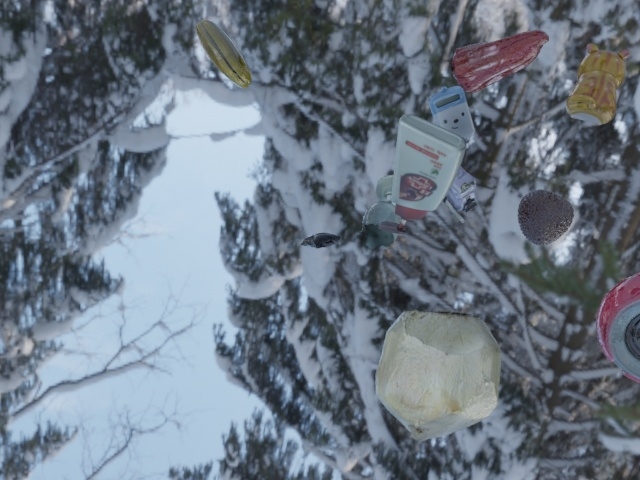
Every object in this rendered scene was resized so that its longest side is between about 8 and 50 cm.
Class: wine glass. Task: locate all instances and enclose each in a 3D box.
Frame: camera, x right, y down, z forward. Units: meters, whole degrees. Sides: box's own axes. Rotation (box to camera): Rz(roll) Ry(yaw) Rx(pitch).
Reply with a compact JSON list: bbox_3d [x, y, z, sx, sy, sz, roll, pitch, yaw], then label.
[{"bbox_3d":[0.229,-0.098,2.487,0.143,0.144,0.321,15,-144,9],"label":"wine glass"}]

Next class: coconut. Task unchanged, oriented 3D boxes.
[{"bbox_3d":[0.327,0.380,1.999,0.346,0.361,0.346,8,169,1],"label":"coconut"}]

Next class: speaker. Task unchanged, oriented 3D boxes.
[{"bbox_3d":[0.839,0.211,1.786,0.294,0.295,0.294,9,-153,-4],"label":"speaker"}]

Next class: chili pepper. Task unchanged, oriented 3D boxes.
[{"bbox_3d":[0.479,-0.474,1.869,0.252,0.144,0.136,-15,-143,30],"label":"chili pepper"}]

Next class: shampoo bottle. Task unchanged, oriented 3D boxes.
[{"bbox_3d":[0.205,-0.121,1.557,0.153,0.284,0.071,25,-142,10],"label":"shampoo bottle"}]

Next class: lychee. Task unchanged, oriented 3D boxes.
[{"bbox_3d":[0.762,-0.080,2.442,0.194,0.195,0.194,9,-153,-4],"label":"lychee"}]

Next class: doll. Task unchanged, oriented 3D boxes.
[{"bbox_3d":[0.931,-0.519,2.408,0.166,0.162,0.270,19,-114,7],"label":"doll"}]

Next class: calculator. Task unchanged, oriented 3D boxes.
[{"bbox_3d":[0.432,-0.411,2.348,0.121,0.210,0.039,-21,-151,3],"label":"calculator"}]

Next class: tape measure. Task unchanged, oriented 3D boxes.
[{"bbox_3d":[0.442,-0.175,2.393,0.105,0.178,0.196,-34,-137,-8],"label":"tape measure"}]

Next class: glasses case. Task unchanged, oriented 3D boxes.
[{"bbox_3d":[-0.223,-0.432,1.636,0.079,0.064,0.234,42,-169,-51],"label":"glasses case"}]

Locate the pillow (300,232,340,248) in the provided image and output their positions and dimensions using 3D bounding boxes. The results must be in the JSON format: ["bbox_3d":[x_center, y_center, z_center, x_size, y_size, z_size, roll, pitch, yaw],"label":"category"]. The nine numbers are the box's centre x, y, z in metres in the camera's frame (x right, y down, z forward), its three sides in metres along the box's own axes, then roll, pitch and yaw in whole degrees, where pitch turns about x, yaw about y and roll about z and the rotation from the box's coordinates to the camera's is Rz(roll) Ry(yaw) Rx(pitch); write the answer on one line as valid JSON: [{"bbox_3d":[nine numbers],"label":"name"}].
[{"bbox_3d":[0.000,-0.001,2.237,0.090,0.048,0.150,-2,-177,-18],"label":"pillow"}]
